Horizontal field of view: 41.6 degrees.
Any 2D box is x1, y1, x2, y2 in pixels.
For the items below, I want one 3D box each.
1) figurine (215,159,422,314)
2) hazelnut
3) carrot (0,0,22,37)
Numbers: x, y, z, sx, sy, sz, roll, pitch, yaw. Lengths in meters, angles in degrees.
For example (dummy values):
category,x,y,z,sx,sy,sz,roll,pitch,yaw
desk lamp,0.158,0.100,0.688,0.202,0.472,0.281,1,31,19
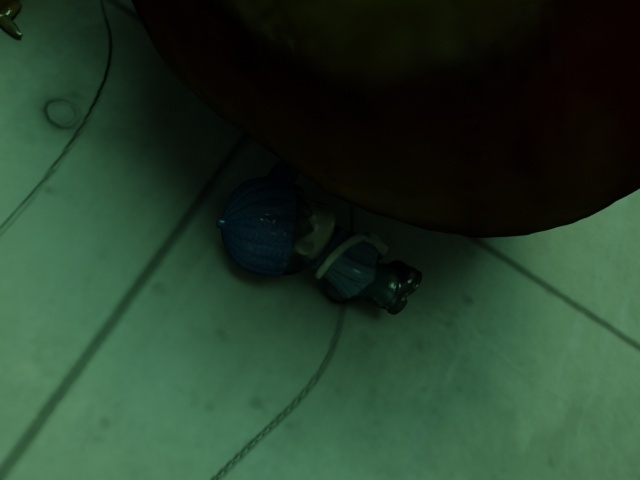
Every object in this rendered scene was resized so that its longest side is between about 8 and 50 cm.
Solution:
category,x,y,z,sx,sy,sz,roll,pitch,yaw
figurine,-0.005,0.008,0.564,0.136,0.077,0.079,42,86,-16
hazelnut,0.060,-0.188,0.511,0.421,0.421,0.353,44,70,4
carrot,-0.225,-0.307,0.472,0.224,0.340,0.224,13,53,-18
